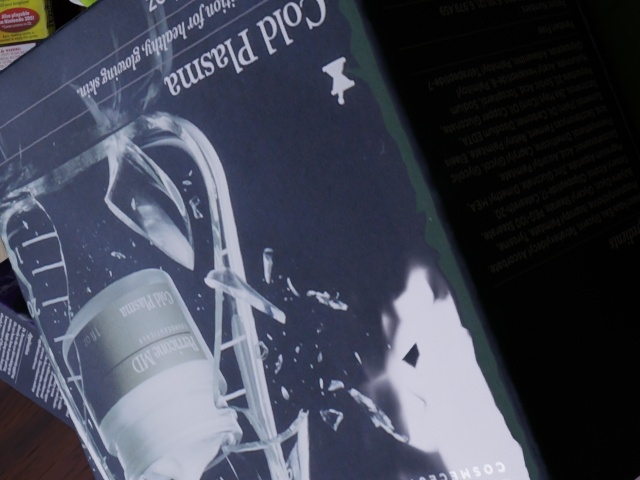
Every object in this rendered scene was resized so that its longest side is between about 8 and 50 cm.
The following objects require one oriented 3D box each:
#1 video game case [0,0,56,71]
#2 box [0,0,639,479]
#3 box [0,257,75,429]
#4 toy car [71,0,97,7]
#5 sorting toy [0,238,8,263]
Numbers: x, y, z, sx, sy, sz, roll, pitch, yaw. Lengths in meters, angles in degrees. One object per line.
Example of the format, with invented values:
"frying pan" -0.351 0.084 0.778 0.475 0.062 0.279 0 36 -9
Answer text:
"video game case" -0.426 -0.225 1.329 0.275 0.035 0.248 -7 94 7
"box" 0.000 0.000 1.009 0.480 0.297 0.472 -22 90 43
"box" -0.265 0.101 1.327 0.207 0.153 0.108 30 128 11
"toy car" -0.236 -0.331 1.224 0.136 0.159 0.182 -22 88 6
"sorting toy" -0.346 -0.111 1.445 0.229 0.041 0.307 -22 83 40
